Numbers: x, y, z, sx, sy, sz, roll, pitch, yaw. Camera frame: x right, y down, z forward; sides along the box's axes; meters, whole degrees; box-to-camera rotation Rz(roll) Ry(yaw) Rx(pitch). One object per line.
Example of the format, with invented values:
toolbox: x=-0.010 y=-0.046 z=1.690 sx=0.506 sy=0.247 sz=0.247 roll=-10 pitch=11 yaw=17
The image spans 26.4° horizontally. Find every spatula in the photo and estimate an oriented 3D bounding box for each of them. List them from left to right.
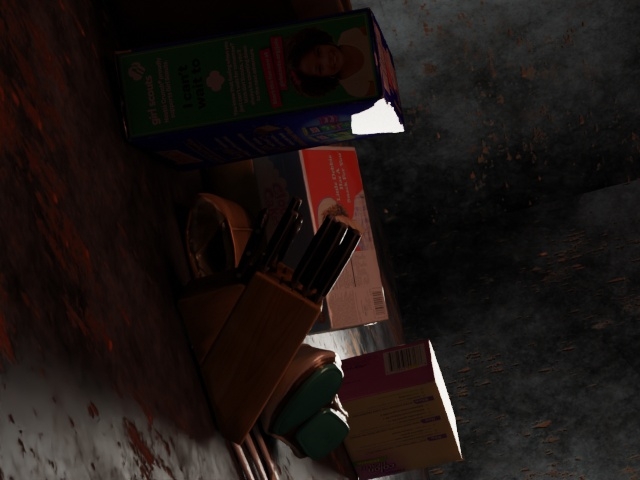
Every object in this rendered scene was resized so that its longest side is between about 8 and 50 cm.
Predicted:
spatula: x=-0.076 y=0.321 z=1.855 sx=0.168 sy=0.019 sz=0.242 roll=-89 pitch=162 yaw=-61

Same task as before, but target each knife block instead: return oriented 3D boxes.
knife block: x=-0.042 y=0.093 z=1.693 sx=0.088 sy=0.242 sz=0.276 roll=-74 pitch=149 yaw=-73

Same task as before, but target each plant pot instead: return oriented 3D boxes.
plant pot: x=-0.130 y=-0.378 z=1.780 sx=0.323 sy=0.280 sz=0.323 roll=-17 pitch=90 yaw=-82

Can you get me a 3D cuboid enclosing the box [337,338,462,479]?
box: x=0.143 y=0.334 z=2.667 sx=0.117 sy=0.213 sz=0.243 roll=-95 pitch=167 yaw=-50

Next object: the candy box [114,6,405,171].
candy box: x=-0.067 y=-0.184 z=1.724 sx=0.268 sy=0.317 sz=0.122 roll=29 pitch=51 yaw=-81

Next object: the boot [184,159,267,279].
boot: x=-0.130 y=-0.048 z=1.902 sx=0.269 sy=0.089 sz=0.236 roll=0 pitch=75 yaw=-81

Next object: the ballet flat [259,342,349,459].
ballet flat: x=-0.042 y=0.212 z=1.933 sx=0.400 sy=0.139 sz=0.139 roll=75 pitch=3 yaw=-68

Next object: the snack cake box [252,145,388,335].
snack cake box: x=0.000 y=0.000 z=1.959 sx=0.152 sy=0.089 sz=0.264 roll=-4 pitch=82 yaw=-54
